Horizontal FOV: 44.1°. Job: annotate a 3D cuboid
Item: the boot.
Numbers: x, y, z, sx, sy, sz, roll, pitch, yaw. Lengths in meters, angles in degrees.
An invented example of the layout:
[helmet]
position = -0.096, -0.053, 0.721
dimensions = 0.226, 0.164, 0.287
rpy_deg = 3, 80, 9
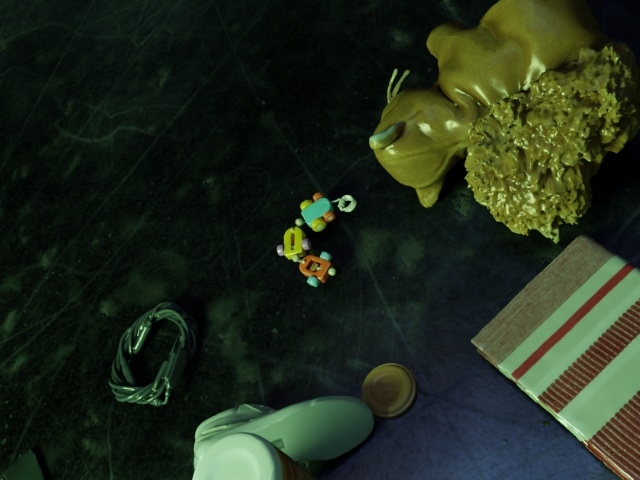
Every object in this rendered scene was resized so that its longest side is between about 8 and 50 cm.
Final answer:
[boot]
position = -0.060, 0.266, 1.148
dimensions = 0.258, 0.095, 0.123
rpy_deg = -12, 15, -9

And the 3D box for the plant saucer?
[plant saucer]
position = 0.099, 0.217, 1.152
dimensions = 0.083, 0.013, 0.084
rpy_deg = -13, 54, 19

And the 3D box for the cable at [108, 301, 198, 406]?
[cable]
position = -0.284, 0.191, 1.347
dimensions = 0.150, 0.047, 0.185
rpy_deg = -4, 60, 30

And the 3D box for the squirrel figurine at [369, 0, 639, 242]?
[squirrel figurine]
position = 0.261, -0.190, 1.190
dimensions = 0.370, 0.281, 0.397
rpy_deg = -34, 47, 10

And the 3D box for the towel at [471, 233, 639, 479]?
[towel]
position = 0.393, 0.156, 1.035
dimensions = 0.237, 0.037, 0.329
rpy_deg = -42, 52, -7

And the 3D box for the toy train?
[toy train]
position = 0.000, 0.000, 1.331
dimensions = 0.125, 0.046, 0.166
rpy_deg = 13, 68, 31

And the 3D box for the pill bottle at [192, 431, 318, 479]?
[pill bottle]
position = -0.063, 0.338, 1.019
dimensions = 0.121, 0.216, 0.121
rpy_deg = -14, 53, 19

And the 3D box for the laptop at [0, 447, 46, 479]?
[laptop]
position = -0.553, 0.472, 1.224
dimensions = 0.264, 0.136, 0.234
rpy_deg = -40, 51, -3
